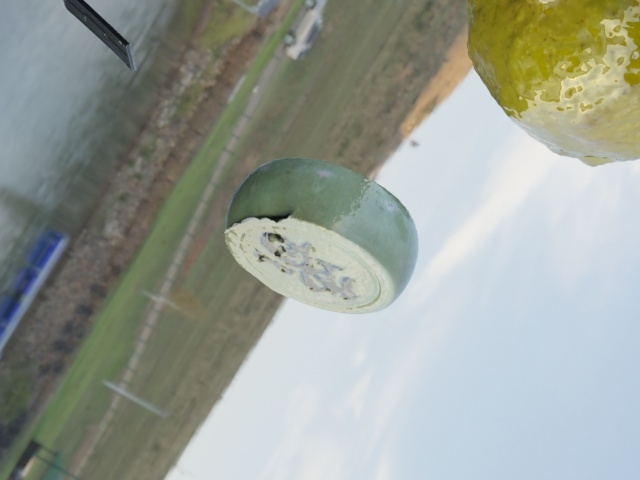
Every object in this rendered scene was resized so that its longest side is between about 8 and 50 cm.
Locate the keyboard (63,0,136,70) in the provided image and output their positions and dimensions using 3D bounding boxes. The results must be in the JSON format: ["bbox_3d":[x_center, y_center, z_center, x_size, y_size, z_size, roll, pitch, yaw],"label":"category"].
[{"bbox_3d":[-0.285,-0.274,1.350,0.010,0.155,0.053,-38,155,-20],"label":"keyboard"}]

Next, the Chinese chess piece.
[{"bbox_3d":[0.000,0.000,0.775,0.058,0.144,0.144,-67,-171,-26],"label":"Chinese chess piece"}]

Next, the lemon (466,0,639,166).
[{"bbox_3d":[0.291,-0.210,1.059,0.268,0.322,0.268,-18,-120,33],"label":"lemon"}]
